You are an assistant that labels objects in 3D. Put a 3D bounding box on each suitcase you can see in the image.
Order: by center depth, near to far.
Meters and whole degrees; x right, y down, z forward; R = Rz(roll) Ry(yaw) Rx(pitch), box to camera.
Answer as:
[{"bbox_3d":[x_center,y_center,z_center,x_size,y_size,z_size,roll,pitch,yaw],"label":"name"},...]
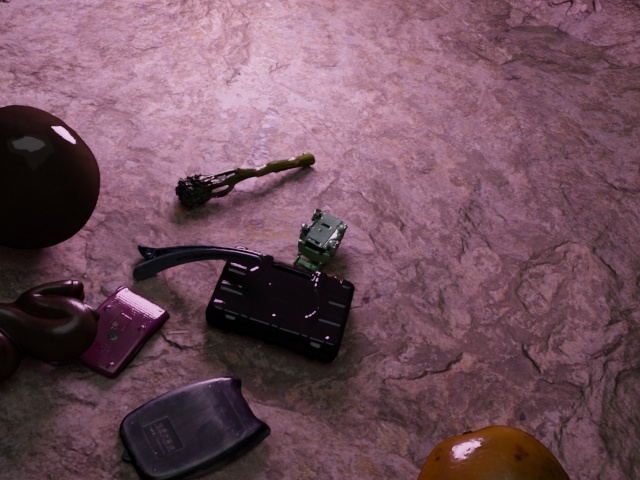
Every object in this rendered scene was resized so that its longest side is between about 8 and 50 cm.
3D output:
[{"bbox_3d":[-0.082,0.132,1.682,0.286,0.066,0.206,18,46,-1],"label":"suitcase"}]

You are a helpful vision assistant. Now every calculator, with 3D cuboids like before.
[{"bbox_3d":[-0.235,0.345,1.457,0.268,0.040,0.177,-21,55,-27],"label":"calculator"},{"bbox_3d":[-0.398,0.175,1.563,0.127,0.034,0.190,29,47,8],"label":"calculator"}]

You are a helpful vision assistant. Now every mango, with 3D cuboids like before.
[{"bbox_3d":[0.288,0.524,1.330,0.300,0.232,0.445,18,54,-8],"label":"mango"}]

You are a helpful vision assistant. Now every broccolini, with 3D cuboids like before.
[{"bbox_3d":[-0.181,-0.159,1.942,0.392,0.078,0.074,-18,45,-39],"label":"broccolini"}]

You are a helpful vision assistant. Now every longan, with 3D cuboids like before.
[{"bbox_3d":[-0.587,-0.126,1.601,0.298,0.297,0.297,9,46,-10],"label":"longan"}]

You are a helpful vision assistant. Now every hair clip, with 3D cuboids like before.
[{"bbox_3d":[-0.255,0.033,1.676,0.276,0.048,0.083,-5,44,4],"label":"hair clip"}]

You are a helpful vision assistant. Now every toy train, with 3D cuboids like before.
[{"bbox_3d":[0.000,0.000,1.830,0.099,0.081,0.149,26,40,7],"label":"toy train"}]

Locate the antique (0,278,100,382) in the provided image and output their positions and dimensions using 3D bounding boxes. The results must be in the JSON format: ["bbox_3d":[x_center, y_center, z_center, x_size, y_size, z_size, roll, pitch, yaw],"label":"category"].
[{"bbox_3d":[-0.532,0.177,1.449,0.257,0.121,0.143,-18,51,-28],"label":"antique"}]
